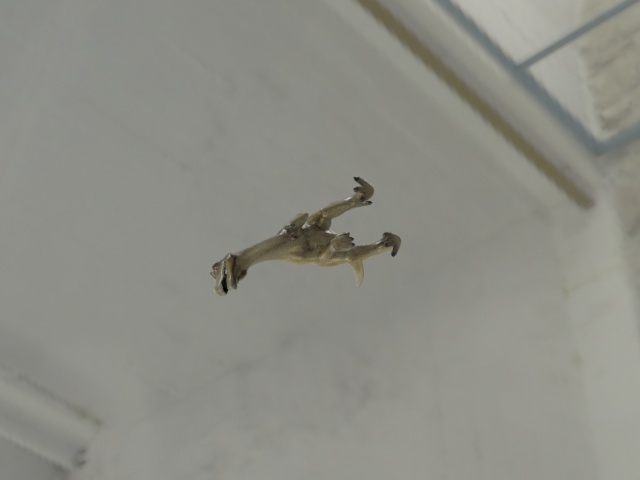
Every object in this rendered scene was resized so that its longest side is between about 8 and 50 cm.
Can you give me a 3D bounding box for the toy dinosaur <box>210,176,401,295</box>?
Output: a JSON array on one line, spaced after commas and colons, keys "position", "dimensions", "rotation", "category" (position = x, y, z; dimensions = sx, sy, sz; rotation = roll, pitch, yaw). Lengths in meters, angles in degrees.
[{"position": [0.000, 0.000, 0.889], "dimensions": [0.183, 0.093, 0.053], "rotation": [-3, -107, -57], "category": "toy dinosaur"}]
